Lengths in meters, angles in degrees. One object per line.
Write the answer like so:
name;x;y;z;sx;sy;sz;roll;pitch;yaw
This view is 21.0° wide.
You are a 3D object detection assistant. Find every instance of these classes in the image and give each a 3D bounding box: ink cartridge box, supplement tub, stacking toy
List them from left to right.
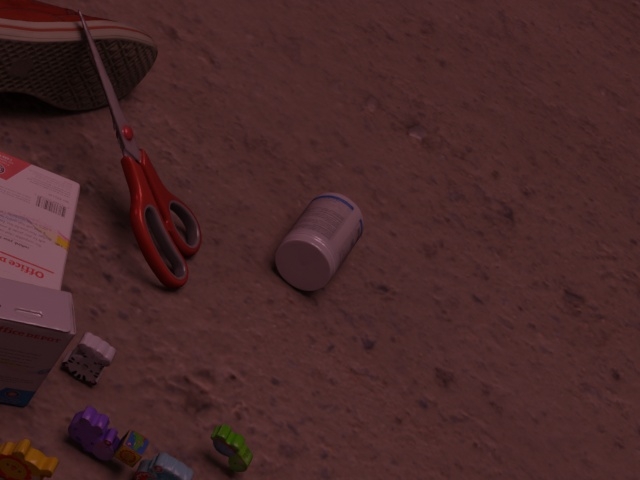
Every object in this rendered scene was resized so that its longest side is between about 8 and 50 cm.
ink cartridge box;-0.310;0.010;1.685;0.115;0.067;0.198;23;41;-18
ink cartridge box;-0.288;0.092;1.579;0.088;0.122;0.052;14;46;-28
stacking toy;-0.178;0.205;1.620;0.221;0.052;0.167;35;41;-8
supplement tub;0.000;0.000;1.928;0.071;0.071;0.107;38;39;-1

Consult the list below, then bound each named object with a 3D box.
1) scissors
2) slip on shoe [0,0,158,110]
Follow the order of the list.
scissors;-0.199;-0.091;1.793;0.297;0.021;0.109;65;30;-19
slip on shoe;-0.304;-0.212;1.837;0.331;0.123;0.101;0;48;-48
